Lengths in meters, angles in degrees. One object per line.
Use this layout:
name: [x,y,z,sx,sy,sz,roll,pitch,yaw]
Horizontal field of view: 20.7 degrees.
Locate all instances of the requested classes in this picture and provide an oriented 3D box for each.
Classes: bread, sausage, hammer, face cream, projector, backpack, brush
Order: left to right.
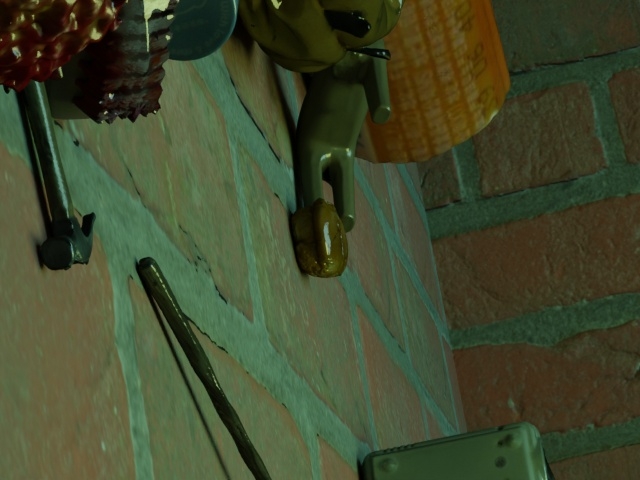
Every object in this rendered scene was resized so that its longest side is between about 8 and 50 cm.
hammer: [-0.146,-0.074,0.907,0.062,0.017,0.182,-3,80,-82]
brush: [-0.087,-0.205,0.885,0.050,0.060,0.321,34,-57,39]
face cream: [-0.092,-0.214,1.270,0.250,0.077,0.077,-92,167,-60]
hammer: [-0.057,0.117,1.153,0.029,0.058,0.292,-101,169,-52]
backpack: [-0.016,-0.346,1.575,0.353,0.201,0.378,-12,92,-86]
bread: [0.000,0.000,1.700,0.083,0.046,0.081,71,13,-46]
sausage: [0.076,-0.265,1.994,0.233,0.233,0.287,-93,166,-50]
projector: [0.148,0.313,1.725,0.099,0.192,0.257,69,12,-51]

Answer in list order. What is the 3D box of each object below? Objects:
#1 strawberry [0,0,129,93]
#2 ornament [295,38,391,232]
strawberry: [-0.144,-0.166,0.758,0.228,0.098,0.174,52,25,-76]
ornament: [0.026,-0.170,1.772,0.245,0.061,0.230,-97,-160,-48]
